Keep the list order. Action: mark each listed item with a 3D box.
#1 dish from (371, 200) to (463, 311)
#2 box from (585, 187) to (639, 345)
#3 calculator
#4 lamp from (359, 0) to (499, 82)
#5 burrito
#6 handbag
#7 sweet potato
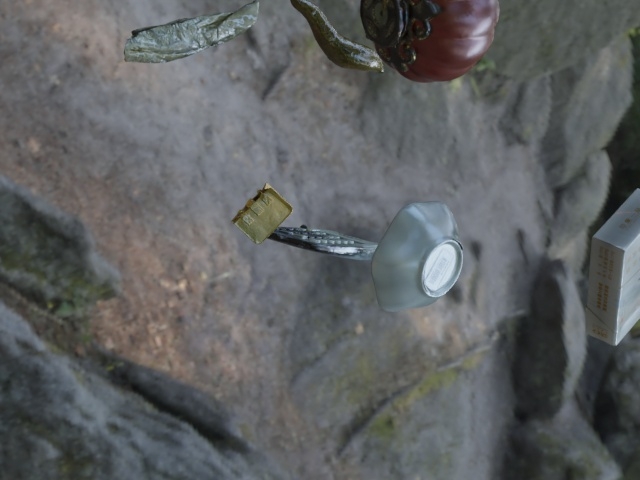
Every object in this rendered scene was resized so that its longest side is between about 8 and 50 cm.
[{"bbox_3d":[0.164,0.034,1.675,0.190,0.066,0.191,-21,122,-37],"label":"dish"},{"bbox_3d":[0.517,0.048,1.870,0.149,0.067,0.233,-39,140,-29],"label":"box"},{"bbox_3d":[0.000,0.000,2.136,0.268,0.177,0.040,9,95,-53],"label":"calculator"},{"bbox_3d":[0.165,-0.346,1.632,0.227,0.226,0.227,48,31,-41],"label":"lamp"},{"bbox_3d":[-0.199,-0.317,1.694,0.063,0.229,0.058,47,-29,42],"label":"burrito"},{"bbox_3d":[-0.090,-0.040,1.707,0.061,0.083,0.027,45,1,-31],"label":"handbag"},{"bbox_3d":[0.028,-0.389,2.166,0.249,0.069,0.059,35,-6,-20],"label":"sweet potato"}]
